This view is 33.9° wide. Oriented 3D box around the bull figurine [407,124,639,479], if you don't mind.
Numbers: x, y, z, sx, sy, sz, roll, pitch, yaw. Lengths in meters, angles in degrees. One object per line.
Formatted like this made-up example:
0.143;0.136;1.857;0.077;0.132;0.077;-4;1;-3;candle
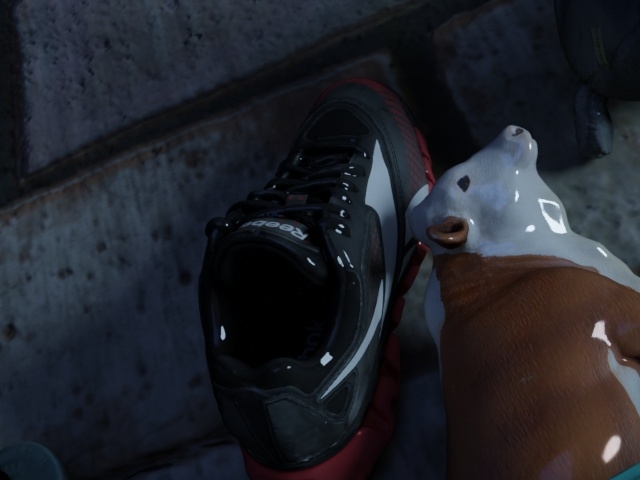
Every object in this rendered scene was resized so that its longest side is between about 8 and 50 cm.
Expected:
0.130;0.086;0.498;0.188;0.101;0.310;-1;61;15;bull figurine

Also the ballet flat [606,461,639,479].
0.240;0.103;0.354;0.483;0.182;0.164;-28;33;-24;ballet flat

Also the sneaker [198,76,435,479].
0.000;0.000;0.591;0.098;0.135;0.276;-2;56;23;sneaker

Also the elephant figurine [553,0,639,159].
0.255;-0.182;0.608;0.239;0.186;0.169;-21;85;-24;elephant figurine

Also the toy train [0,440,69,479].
-0.169;0.218;0.517;0.334;0.142;0.190;31;82;35;toy train
